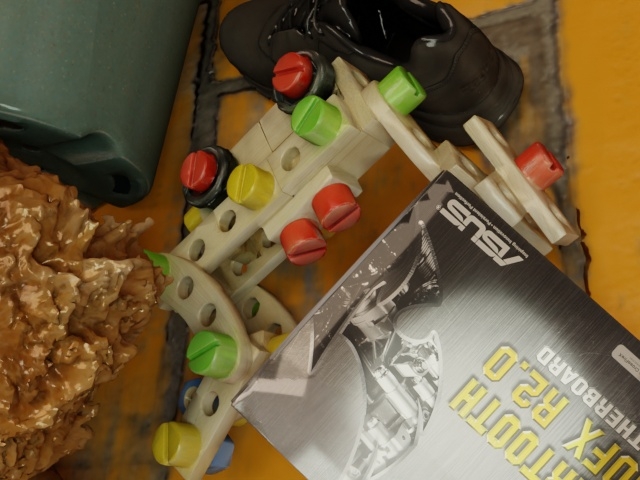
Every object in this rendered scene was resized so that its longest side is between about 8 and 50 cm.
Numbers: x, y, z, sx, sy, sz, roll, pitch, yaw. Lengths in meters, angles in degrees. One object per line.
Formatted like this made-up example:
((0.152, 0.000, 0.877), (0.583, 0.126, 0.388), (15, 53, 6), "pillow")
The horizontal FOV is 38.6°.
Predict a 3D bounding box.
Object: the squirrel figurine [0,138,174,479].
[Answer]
((-0.250, 0.103, 0.587), (0.370, 0.281, 0.397), (66, 149, 26), "squirrel figurine")

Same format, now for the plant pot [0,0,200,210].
((-0.249, -0.219, 0.800), (0.341, 0.341, 0.334), (-3, 71, 28), "plant pot")

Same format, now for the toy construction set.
((0.000, 0.000, 0.633), (0.327, 0.151, 0.215), (-33, 53, 11), "toy construction set")

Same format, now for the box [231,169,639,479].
((0.094, 0.103, 0.520), (0.231, 0.056, 0.183), (43, 89, 8), "box")

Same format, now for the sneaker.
((0.019, -0.167, 0.727), (0.286, 0.130, 0.109), (17, 76, 36), "sneaker")
